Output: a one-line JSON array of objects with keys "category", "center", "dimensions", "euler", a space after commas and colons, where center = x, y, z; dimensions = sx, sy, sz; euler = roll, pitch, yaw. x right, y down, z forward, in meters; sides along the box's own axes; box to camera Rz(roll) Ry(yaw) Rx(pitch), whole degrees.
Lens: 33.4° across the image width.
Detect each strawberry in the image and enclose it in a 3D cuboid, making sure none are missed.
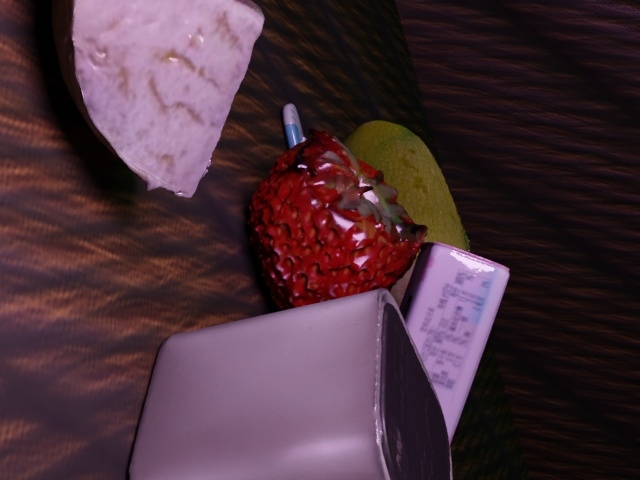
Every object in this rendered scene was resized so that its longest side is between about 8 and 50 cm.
[{"category": "strawberry", "center": [0.003, 0.003, 1.431], "dimensions": [0.261, 0.257, 0.261], "euler": [39, 23, -20]}]

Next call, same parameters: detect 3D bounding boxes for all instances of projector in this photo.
[{"category": "projector", "center": [-0.016, 0.218, 1.072], "dimensions": [0.248, 0.249, 0.249], "euler": [-84, 155, -51]}]

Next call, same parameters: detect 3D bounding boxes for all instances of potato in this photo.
[{"category": "potato", "center": [-0.201, -0.194, 1.066], "dimensions": [0.189, 0.211, 0.264], "euler": [19, 11, -29]}]

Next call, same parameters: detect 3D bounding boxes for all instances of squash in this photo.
[{"category": "squash", "center": [0.107, -0.035, 1.749], "dimensions": [0.210, 0.233, 0.309], "euler": [39, 37, -37]}]

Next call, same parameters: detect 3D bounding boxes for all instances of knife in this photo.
[{"category": "knife", "center": [-0.024, -0.110, 1.699], "dimensions": [0.064, 0.031, 0.222], "euler": [-24, 101, -79]}]

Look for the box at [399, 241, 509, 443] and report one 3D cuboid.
[{"category": "box", "center": [0.111, 0.191, 1.298], "dimensions": [0.190, 0.112, 0.370], "euler": [87, 24, -85]}]
